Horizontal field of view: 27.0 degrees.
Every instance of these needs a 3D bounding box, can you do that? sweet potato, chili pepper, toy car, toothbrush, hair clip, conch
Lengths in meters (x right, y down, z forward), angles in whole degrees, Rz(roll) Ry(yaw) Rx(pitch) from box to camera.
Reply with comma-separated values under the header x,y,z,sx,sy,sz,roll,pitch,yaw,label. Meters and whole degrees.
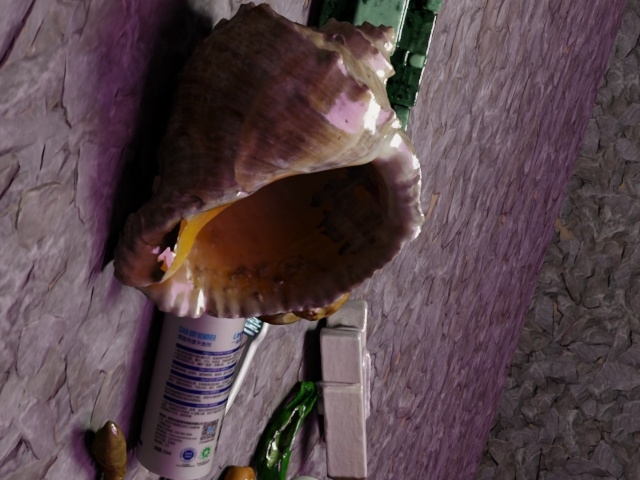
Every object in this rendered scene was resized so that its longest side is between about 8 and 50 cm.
x,y,z,sx,sy,sz,roll,pitch,yaw,label
-0.225,0.232,1.422,0.041,0.038,0.153,-27,148,-32,sweet potato
-0.049,0.278,1.928,0.182,0.050,0.073,-65,153,-21,chili pepper
0.061,-0.237,1.585,0.125,0.136,0.305,-79,-178,-65,toy car
-0.150,0.251,1.634,0.040,0.042,0.417,30,79,-31,toothbrush
0.034,0.232,2.043,0.101,0.085,0.330,-78,168,-46,hair clip
-0.047,-0.079,1.330,0.297,0.352,0.210,44,26,-28,conch

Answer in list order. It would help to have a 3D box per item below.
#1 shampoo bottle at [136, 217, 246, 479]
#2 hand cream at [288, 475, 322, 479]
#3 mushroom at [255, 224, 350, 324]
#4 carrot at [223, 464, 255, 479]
x,y,z,sx,sy,sz,roll,pitch,yaw,label
-0.134,0.111,1.465,0.092,0.092,0.303,-28,134,-62,shampoo bottle
-0.099,0.474,1.930,0.359,0.118,0.185,-33,143,-48,hand cream
0.000,0.000,1.550,0.253,0.153,0.253,-39,175,-4,mushroom
-0.137,0.379,1.781,0.060,0.060,0.186,86,25,-50,carrot
